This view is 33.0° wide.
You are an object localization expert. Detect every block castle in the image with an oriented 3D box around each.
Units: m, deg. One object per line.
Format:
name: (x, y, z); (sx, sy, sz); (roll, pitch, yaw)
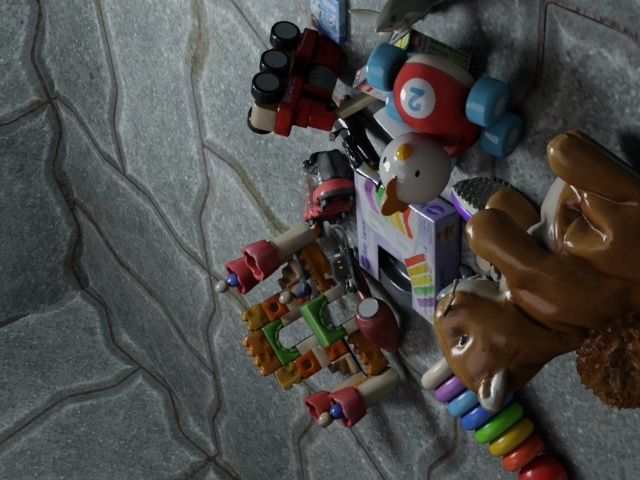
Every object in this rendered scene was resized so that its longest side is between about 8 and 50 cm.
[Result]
block castle: (-0.045, 0.207, 2.448); (0.453, 0.213, 0.303); (59, 162, 1)

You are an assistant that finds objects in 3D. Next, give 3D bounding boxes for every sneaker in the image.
sneaker: (0.309, 0.017, 1.766); (0.293, 0.102, 0.146); (44, 140, 36)
sneaker: (0.012, -0.110, 2.237); (0.276, 0.098, 0.135); (117, 143, -74)

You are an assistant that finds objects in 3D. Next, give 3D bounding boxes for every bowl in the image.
bowl: (0.173, -0.179, 1.855); (0.053, 0.142, 0.142); (-47, 62, 16)

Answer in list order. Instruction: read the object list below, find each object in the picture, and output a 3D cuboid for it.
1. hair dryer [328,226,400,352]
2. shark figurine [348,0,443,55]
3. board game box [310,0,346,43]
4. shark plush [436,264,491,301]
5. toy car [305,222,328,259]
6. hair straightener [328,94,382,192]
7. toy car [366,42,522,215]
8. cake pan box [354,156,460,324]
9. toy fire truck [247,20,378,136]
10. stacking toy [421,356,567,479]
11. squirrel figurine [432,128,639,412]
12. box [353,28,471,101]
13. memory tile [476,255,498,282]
hair dryer: (0.105, 0.115, 2.291); (0.223, 0.080, 0.293); (-75, -37, -71)
shark figurine: (0.128, -0.395, 1.738); (0.116, 0.166, 0.278); (55, -178, -7)
board game box: (0.015, -0.425, 2.017); (0.090, 0.020, 0.090); (41, 146, 38)
shark plush: (0.281, 0.101, 1.958); (0.161, 0.067, 0.073); (19, 130, 56)
toy car: (0.000, 0.000, 2.420); (0.122, 0.041, 0.060); (51, 152, 26)
hair straightener: (0.053, -0.182, 2.045); (0.230, 0.089, 0.047); (66, 146, 26)
toy car: (0.155, -0.147, 1.673); (0.219, 0.238, 0.210); (24, 169, 27)
cake pan box: (0.166, 0.002, 2.085); (0.246, 0.070, 0.266); (42, 147, 41)
toy fire truck: (0.006, -0.294, 2.015); (0.247, 0.217, 0.158); (15, 143, 1)
stacking toy: (0.341, 0.347, 2.024); (0.330, 0.141, 0.141); (52, 153, 12)
squirrel figurine: (0.357, 0.092, 1.458); (0.397, 0.370, 0.281); (36, -166, 2)
box: (0.149, -0.281, 1.803); (0.207, 0.114, 0.036); (-26, 47, 65)
memory tile: (0.319, 0.020, 1.876); (0.113, 0.012, 0.148); (44, 148, 34)
